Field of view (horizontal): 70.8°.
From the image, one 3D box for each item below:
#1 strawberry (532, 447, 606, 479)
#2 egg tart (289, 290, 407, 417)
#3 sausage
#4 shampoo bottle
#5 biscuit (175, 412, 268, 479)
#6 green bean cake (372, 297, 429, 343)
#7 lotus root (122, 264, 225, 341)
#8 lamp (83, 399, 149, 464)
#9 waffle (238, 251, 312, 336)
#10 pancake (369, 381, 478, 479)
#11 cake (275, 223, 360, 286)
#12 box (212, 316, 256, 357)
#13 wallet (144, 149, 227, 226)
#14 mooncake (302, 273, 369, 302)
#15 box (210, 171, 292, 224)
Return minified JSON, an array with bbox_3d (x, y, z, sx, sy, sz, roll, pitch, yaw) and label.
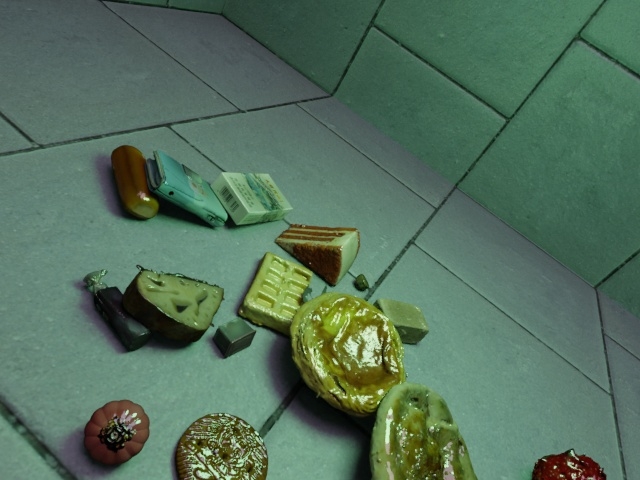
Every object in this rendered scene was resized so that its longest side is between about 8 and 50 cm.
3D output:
[{"bbox_3d":[0.643,0.653,1.167,0.184,0.187,0.201,40,56,-25],"label":"strawberry"},{"bbox_3d":[0.061,0.293,1.157,0.352,0.150,0.352,21,40,-19],"label":"egg tart"},{"bbox_3d":[-0.539,-0.174,1.306,0.105,0.105,0.274,2,46,-39],"label":"sausage"},{"bbox_3d":[-0.451,0.147,0.994,0.208,0.057,0.063,45,34,17],"label":"shampoo bottle"},{"bbox_3d":[-0.187,0.425,0.879,0.188,0.027,0.187,23,33,-16],"label":"biscuit"},{"bbox_3d":[0.244,0.255,1.421,0.179,0.085,0.109,14,35,-28],"label":"green bean cake"},{"bbox_3d":[-0.321,0.151,1.036,0.261,0.074,0.170,26,25,-44],"label":"lotus root"},{"bbox_3d":[-0.356,0.336,0.791,0.108,0.092,0.107,5,72,-16],"label":"lamp"},{"bbox_3d":[-0.117,0.143,1.284,0.168,0.057,0.274,28,32,-8],"label":"waffle"},{"bbox_3d":[0.247,0.508,1.016,0.387,0.082,0.386,30,45,-34],"label":"pancake"},{"bbox_3d":[0.000,0.000,1.482,0.262,0.159,0.158,35,35,6],"label":"cake"},{"bbox_3d":[-0.210,0.232,1.090,0.063,0.060,0.085,42,34,22],"label":"box"},{"bbox_3d":[-0.397,-0.150,1.341,0.250,0.075,0.176,36,18,-48],"label":"wallet"},{"bbox_3d":[0.068,0.147,1.388,0.347,0.057,0.150,16,39,-47],"label":"mooncake"},{"bbox_3d":[-0.222,-0.142,1.499,0.164,0.069,0.256,54,27,12],"label":"box"}]
